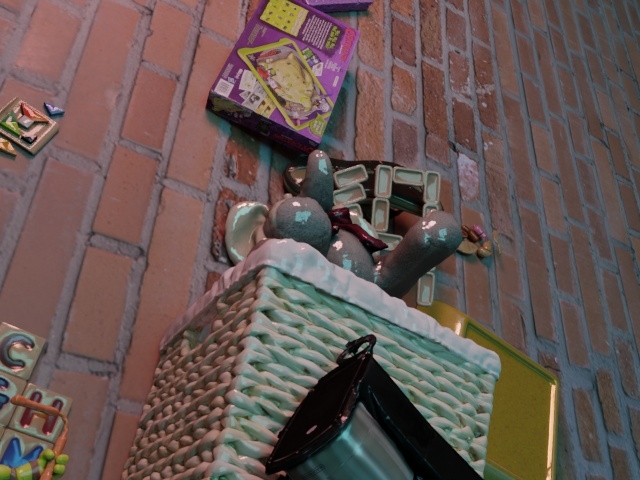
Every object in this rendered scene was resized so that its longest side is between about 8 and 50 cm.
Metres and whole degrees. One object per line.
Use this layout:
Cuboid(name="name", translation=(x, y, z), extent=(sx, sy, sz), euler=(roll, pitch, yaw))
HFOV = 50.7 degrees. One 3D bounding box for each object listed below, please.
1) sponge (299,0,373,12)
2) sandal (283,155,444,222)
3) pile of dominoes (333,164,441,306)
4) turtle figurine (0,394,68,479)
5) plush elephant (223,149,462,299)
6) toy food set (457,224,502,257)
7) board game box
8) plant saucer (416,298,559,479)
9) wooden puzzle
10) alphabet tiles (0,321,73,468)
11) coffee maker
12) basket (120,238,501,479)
Cuboid(name="sponge", translation=(0.015, -0.558, 1.487), extent=(0.210, 0.031, 0.117), euler=(-20, 77, -42))
Cuboid(name="sandal", translation=(0.077, -0.083, 1.214), extent=(0.302, 0.086, 0.120), euler=(8, 41, -13))
Cuboid(name="pile of dominoes", translation=(0.099, -0.004, 1.142), extent=(0.195, 0.040, 0.252), euler=(7, 80, -11))
Cuboid(name="turtle figurine", translation=(-0.369, 0.274, 0.645), extent=(0.269, 0.087, 0.218), euler=(1, 71, -46))
Cuboid(name="plush elephant", translation=(0.000, 0.000, 0.979), extent=(0.271, 0.330, 0.256), euler=(-2, 48, -23))
Cuboid(name="toy food set", translation=(0.311, 0.000, 1.378), extent=(0.122, 0.019, 0.078), euler=(9, 58, -24))
Cuboid(name="board game box", translation=(-0.057, -0.323, 1.254), extent=(0.208, 0.056, 0.347), euler=(22, 51, -4))
Cuboid(name="plant saucer", translation=(0.289, 0.289, 1.144), extent=(0.332, 0.081, 0.333), euler=(33, 49, -16))
Cuboid(name="wooden puzzle", translation=(-0.412, -0.161, 0.942), extent=(0.078, 0.014, 0.116), euler=(31, 49, -18))
Cuboid(name="alphabet tiles", translation=(-0.434, 0.219, 0.697), extent=(0.285, 0.011, 0.343), euler=(28, 50, -20))
Cuboid(name="coffee maker", translation=(0.067, 0.192, 0.579), extent=(0.178, 0.120, 0.171), euler=(48, 52, -6))
Cuboid(name="basket", translation=(-0.025, 0.224, 0.781), extent=(0.331, 0.328, 0.267), euler=(30, 52, -19))
